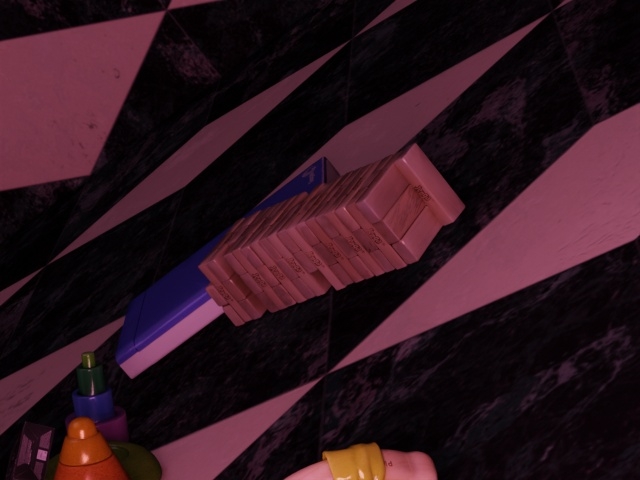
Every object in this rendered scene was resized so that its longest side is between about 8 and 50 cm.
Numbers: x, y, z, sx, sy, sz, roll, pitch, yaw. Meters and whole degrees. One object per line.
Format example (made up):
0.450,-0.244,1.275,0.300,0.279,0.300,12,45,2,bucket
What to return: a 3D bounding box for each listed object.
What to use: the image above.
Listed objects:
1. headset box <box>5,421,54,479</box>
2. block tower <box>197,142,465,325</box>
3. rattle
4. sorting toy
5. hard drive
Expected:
-0.284,0.221,1.769,0.083,0.032,0.062,125,157,-55,headset box
0.000,0.000,1.985,0.335,0.091,0.097,-23,22,48,block tower
0.015,0.244,1.345,0.130,0.143,0.200,-9,-29,-46,rattle
-0.225,0.193,1.804,0.127,0.126,0.365,-8,14,-5,sorting toy
-0.110,0.030,2.256,0.318,0.040,0.210,-36,15,11,hard drive
